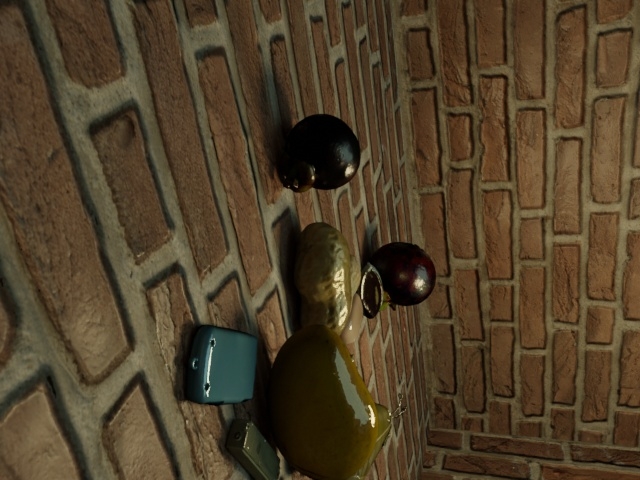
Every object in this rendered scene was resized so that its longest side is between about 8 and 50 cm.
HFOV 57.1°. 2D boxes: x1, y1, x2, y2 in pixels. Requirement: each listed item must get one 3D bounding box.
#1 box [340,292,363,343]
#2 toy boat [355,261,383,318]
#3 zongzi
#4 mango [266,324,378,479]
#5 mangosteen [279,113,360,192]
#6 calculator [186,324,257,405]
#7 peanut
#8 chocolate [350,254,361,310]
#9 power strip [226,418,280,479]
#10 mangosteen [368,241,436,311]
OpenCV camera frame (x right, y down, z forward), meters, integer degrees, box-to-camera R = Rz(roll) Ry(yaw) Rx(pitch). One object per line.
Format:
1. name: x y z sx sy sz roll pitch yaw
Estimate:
1. box: 0.102 0.285 2.176 0.145 0.088 0.200 73 26 -43
2. toy boat: 0.198 0.208 2.449 0.115 0.114 0.261 -140 -137 -73
3. zongzi: 0.158 0.759 2.116 0.447 0.182 0.417 24 65 -56
4. mango: 0.003 0.430 1.556 0.220 0.302 0.444 -48 138 -62
5. mangosteen: -0.012 -0.236 1.686 0.265 0.228 0.228 -43 138 -23
6. calculator: -0.214 0.283 1.318 0.293 0.051 0.172 36 57 -66
7. peanut: 0.008 0.136 1.786 0.192 0.170 0.386 -27 115 -63
8. chocolate: 0.063 0.167 2.002 0.309 0.134 0.134 -74 155 -44
9. power strip: -0.162 0.530 1.464 0.272 0.052 0.078 70 27 -46
10. mangosteen: 0.343 0.179 2.590 0.359 0.306 0.306 -62 153 -15
